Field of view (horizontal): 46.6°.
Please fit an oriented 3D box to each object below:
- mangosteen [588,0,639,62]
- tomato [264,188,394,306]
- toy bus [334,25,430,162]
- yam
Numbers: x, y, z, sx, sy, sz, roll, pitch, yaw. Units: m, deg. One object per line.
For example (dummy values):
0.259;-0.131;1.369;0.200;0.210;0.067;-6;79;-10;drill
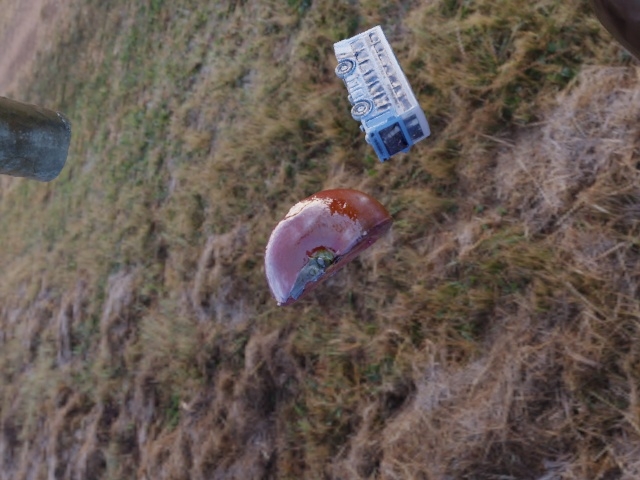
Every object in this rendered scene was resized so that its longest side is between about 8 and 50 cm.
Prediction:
0.224;-0.186;0.315;0.235;0.236;0.261;-38;25;45;mangosteen
-0.006;0.000;1.731;0.335;0.290;0.176;-41;81;7;tomato
0.118;-0.305;1.517;0.131;0.106;0.297;-25;50;9;toy bus
-0.380;-0.120;0.769;0.093;0.259;0.093;-3;85;31;yam
